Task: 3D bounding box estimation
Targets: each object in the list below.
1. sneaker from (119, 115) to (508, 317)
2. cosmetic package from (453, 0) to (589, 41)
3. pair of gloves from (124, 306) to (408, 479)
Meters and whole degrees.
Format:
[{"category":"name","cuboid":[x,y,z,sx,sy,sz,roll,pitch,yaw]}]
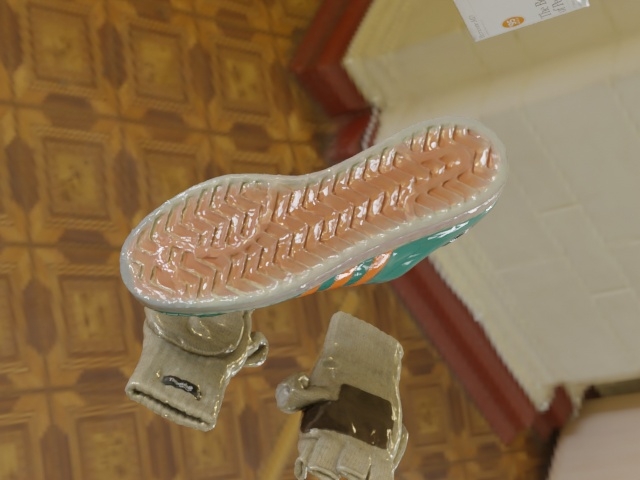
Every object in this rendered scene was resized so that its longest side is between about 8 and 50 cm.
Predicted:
[{"category":"sneaker","cuboid":[0.000,0.000,0.996,0.121,0.302,0.108,79,-6,-69]},{"category":"cosmetic package","cuboid":[0.122,-0.232,0.921,0.239,0.099,0.060,42,38,-61]},{"category":"pair of gloves","cuboid":[-0.037,0.111,1.048,0.240,0.042,0.204,22,31,-12]}]
